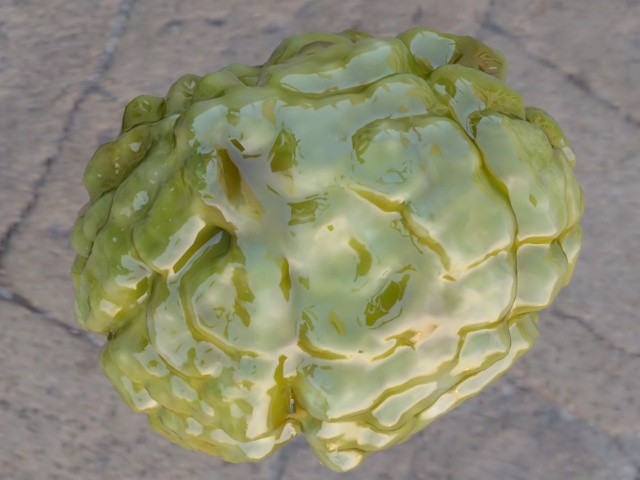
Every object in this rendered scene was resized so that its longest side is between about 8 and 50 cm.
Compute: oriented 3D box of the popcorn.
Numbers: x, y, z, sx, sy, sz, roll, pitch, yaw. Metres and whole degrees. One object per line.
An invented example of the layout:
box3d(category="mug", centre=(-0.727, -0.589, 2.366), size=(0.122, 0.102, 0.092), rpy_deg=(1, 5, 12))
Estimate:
box3d(category="popcorn", centre=(0.000, 0.000, 0.958), size=(0.258, 0.270, 0.224), rpy_deg=(-34, 105, -41))
